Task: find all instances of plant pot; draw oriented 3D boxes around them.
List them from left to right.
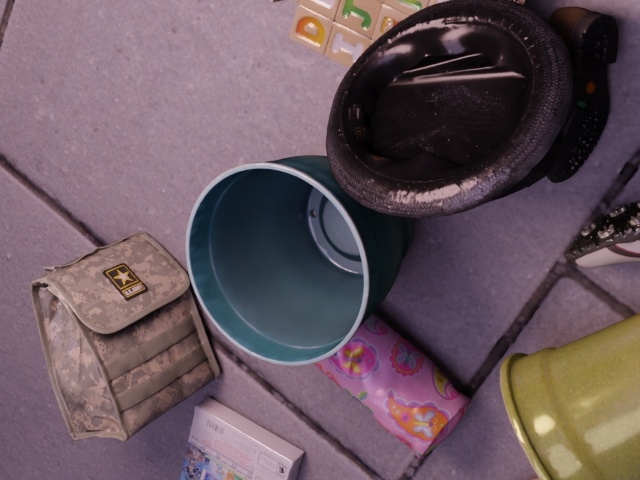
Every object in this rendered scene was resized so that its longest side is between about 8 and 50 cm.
[{"bbox_3d":[0.000,0.000,1.421,0.272,0.255,0.271,10,110,27],"label":"plant pot"},{"bbox_3d":[0.405,0.198,1.273,0.254,0.276,0.276,-37,87,24],"label":"plant pot"}]

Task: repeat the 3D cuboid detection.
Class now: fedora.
[{"bbox_3d":[0.174,-0.140,1.276,0.334,0.152,0.334,-18,56,29],"label":"fedora"}]

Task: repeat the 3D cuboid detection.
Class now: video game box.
[{"bbox_3d":[-0.140,0.395,1.779,0.205,0.048,0.187,26,117,21],"label":"video game box"}]

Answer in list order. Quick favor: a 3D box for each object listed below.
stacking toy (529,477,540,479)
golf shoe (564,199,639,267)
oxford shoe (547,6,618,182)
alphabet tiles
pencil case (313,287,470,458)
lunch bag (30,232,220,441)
[{"bbox_3d":[0.367,0.509,1.481,0.141,0.141,0.330,-16,105,34],"label":"stacking toy"},{"bbox_3d":[0.434,0.001,1.260,0.273,0.105,0.120,-21,103,35],"label":"golf shoe"},{"bbox_3d":[0.307,-0.183,1.293,0.096,0.083,0.227,36,130,46],"label":"oxford shoe"},{"bbox_3d":[0.089,-0.331,1.327,0.343,0.011,0.285,28,133,10],"label":"alphabet tiles"},{"bbox_3d":[0.084,0.191,1.531,0.284,0.124,0.124,39,123,14],"label":"pencil case"},{"bbox_3d":[-0.323,0.145,1.680,0.169,0.235,0.287,-9,103,39],"label":"lunch bag"}]
